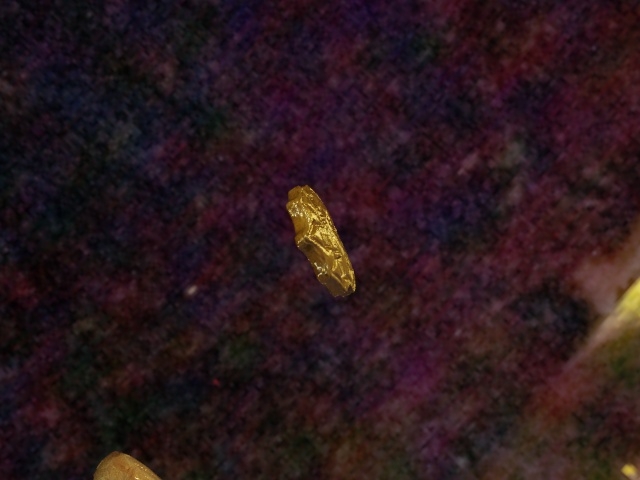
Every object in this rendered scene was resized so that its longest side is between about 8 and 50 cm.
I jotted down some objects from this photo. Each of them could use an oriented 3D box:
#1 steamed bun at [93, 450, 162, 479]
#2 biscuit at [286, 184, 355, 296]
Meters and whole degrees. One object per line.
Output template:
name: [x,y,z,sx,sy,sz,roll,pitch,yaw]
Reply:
steamed bun: [-0.352,0.469,1.967,0.106,0.145,0.175,-49,-157,-6]
biscuit: [0.002,-0.001,1.601,0.034,0.182,0.215,-26,175,11]
